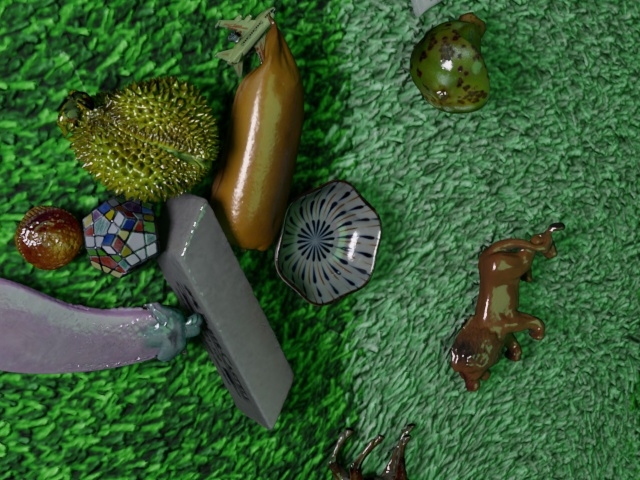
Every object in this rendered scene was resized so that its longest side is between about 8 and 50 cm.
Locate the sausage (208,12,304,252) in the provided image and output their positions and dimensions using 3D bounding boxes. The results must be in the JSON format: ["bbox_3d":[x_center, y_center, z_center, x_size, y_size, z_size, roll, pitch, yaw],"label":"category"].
[{"bbox_3d":[-0.080,-0.145,1.318,0.112,0.112,0.328,6,101,-33],"label":"sausage"}]

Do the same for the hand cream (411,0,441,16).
[{"bbox_3d":[0.216,-0.423,1.510,0.194,0.042,0.067,-30,122,-19],"label":"hand cream"}]

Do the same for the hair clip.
[{"bbox_3d":[-0.336,0.113,1.237,0.358,0.110,0.096,4,57,-29],"label":"hair clip"}]

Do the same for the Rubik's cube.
[{"bbox_3d":[-0.258,-0.006,1.247,0.111,0.093,0.111,-6,102,-30],"label":"Rubik's cube"}]

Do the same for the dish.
[{"bbox_3d":[0.000,0.000,1.431,0.190,0.066,0.191,-5,101,-30],"label":"dish"}]

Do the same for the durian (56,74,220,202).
[{"bbox_3d":[-0.227,-0.126,1.218,0.198,0.146,0.159,-11,98,-12],"label":"durian"}]

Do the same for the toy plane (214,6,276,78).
[{"bbox_3d":[-0.099,-0.283,1.329,0.102,0.040,0.111,43,74,-35],"label":"toy plane"}]

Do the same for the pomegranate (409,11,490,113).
[{"bbox_3d":[0.200,-0.280,1.481,0.143,0.122,0.169,59,26,-56],"label":"pomegranate"}]

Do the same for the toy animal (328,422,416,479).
[{"bbox_3d":[0.108,0.437,1.587,0.243,0.087,0.260,5,98,-20],"label":"toy animal"}]

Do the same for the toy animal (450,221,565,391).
[{"bbox_3d":[0.308,0.109,1.636,0.157,0.097,0.312,9,92,-27],"label":"toy animal"}]

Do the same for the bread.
[{"bbox_3d":[-0.346,-0.003,1.214,0.085,0.053,0.085,-6,102,-32],"label":"bread"}]

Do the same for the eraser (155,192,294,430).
[{"bbox_3d":[-0.137,0.100,1.334,0.077,0.111,0.353,-34,115,-21],"label":"eraser"}]
